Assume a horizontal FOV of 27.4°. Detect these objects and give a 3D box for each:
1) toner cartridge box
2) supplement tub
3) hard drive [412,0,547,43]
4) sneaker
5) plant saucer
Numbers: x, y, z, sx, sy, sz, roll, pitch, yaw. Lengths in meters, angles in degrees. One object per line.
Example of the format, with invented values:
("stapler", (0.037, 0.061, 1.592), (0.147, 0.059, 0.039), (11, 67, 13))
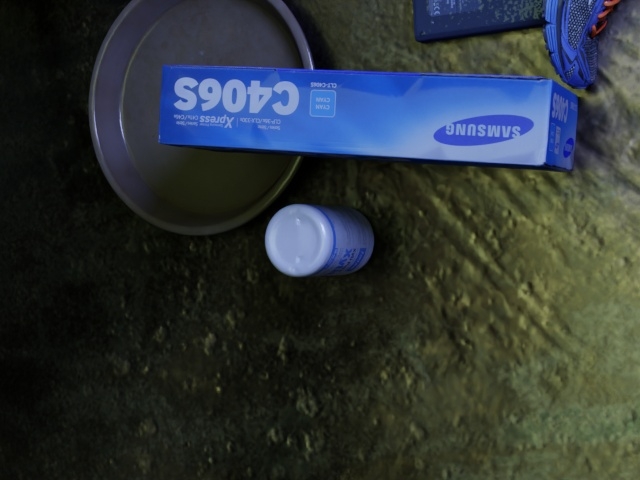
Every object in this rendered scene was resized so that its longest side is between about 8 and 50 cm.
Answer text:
("toner cartridge box", (0.045, -0.109, 1.186), (0.348, 0.165, 0.075), (4, 93, 19))
("supplement tub", (0.000, 0.000, 1.268), (0.071, 0.107, 0.071), (0, 90, 28))
("hard drive", (0.152, -0.242, 1.237), (0.135, 0.022, 0.094), (-4, 88, 28))
("sneaker", (0.246, -0.237, 1.142), (0.087, 0.083, 0.221), (12, 114, 19))
("plant saucer", (-0.120, -0.143, 1.369), (0.278, 0.041, 0.278), (0, 91, 28))
